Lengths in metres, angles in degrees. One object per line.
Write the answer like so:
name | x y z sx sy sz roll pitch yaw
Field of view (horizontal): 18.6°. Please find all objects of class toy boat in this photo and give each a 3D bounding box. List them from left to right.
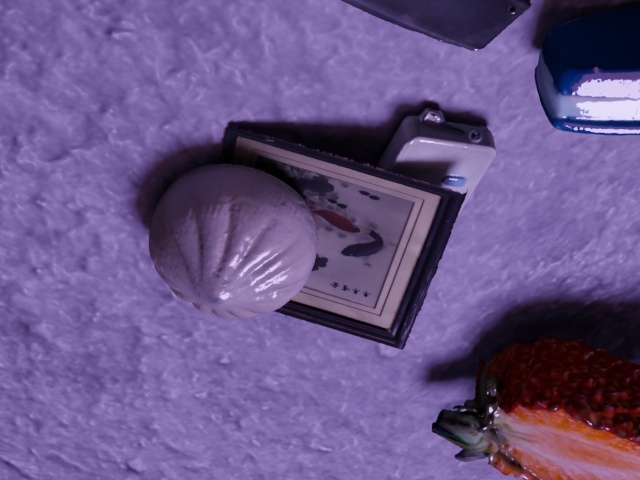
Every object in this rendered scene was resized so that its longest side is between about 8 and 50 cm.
toy boat | 0.311 -0.137 1.452 0.299 0.096 0.062 -7 132 -6

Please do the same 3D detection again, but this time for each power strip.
power strip | 0.072 -0.031 1.578 0.081 0.035 0.192 9 138 -20

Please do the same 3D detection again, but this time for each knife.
knife | 0.041 -0.190 1.393 0.245 0.019 0.072 21 133 -34

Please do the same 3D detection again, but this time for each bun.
bun | -0.072 0.014 1.538 0.138 0.094 0.138 6 133 6

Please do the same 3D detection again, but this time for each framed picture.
framed picture | 0.000 0.000 1.578 0.195 0.010 0.199 17 136 -2

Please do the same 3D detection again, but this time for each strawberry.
strawberry | 0.245 0.157 1.739 0.286 0.106 0.188 9 152 25
